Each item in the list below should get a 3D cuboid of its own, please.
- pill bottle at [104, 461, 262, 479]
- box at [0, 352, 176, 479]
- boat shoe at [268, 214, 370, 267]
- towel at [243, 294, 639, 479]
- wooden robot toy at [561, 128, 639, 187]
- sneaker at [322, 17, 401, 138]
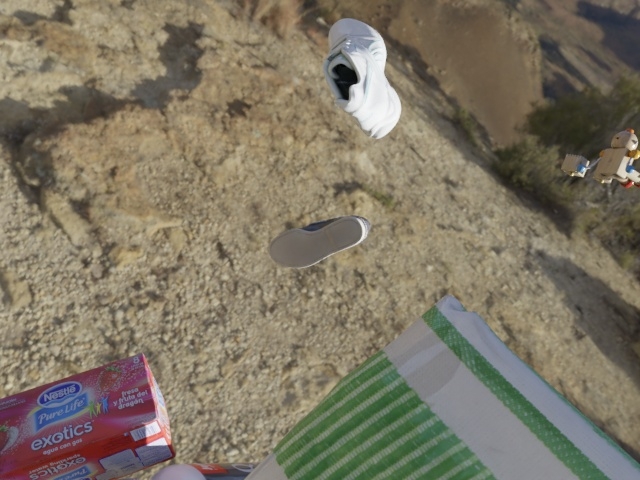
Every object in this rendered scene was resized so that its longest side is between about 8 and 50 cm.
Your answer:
[{"bbox_3d":[-0.151,0.435,0.937,0.363,0.210,0.210,16,40,-41],"label":"pill bottle"},{"bbox_3d":[-0.355,0.281,0.924,0.257,0.128,0.122,-18,49,-12],"label":"box"},{"bbox_3d":[0.000,0.000,1.186,0.065,0.206,0.075,-25,97,-61],"label":"boat shoe"},{"bbox_3d":[0.034,0.217,0.302,0.248,0.325,0.038,45,9,20],"label":"towel"},{"bbox_3d":[0.455,-0.128,0.970,0.076,0.079,0.173,20,-1,-24],"label":"wooden robot toy"},{"bbox_3d":[0.030,-0.166,0.598,0.061,0.054,0.152,25,39,-40],"label":"sneaker"}]
